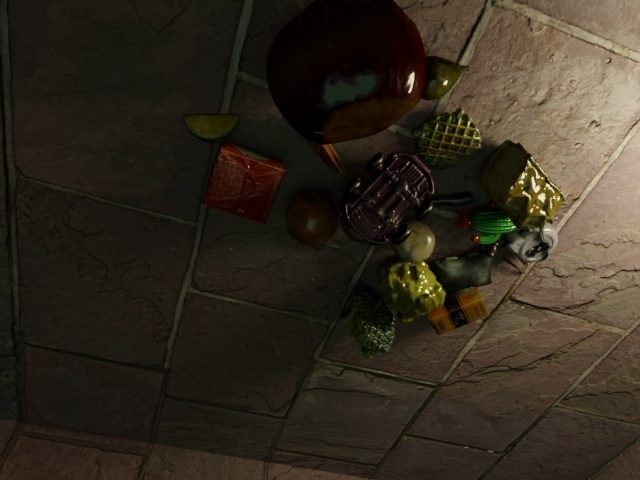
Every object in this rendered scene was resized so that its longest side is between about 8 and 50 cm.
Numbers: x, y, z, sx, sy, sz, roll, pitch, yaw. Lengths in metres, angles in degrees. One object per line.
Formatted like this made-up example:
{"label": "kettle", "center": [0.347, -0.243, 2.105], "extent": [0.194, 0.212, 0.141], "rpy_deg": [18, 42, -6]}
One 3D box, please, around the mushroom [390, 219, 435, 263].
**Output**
{"label": "mushroom", "center": [0.351, 0.003, 1.736], "extent": [0.166, 0.127, 0.166], "rpy_deg": [0, 93, 6]}

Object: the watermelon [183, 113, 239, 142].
{"label": "watermelon", "center": [-0.356, -0.365, 1.523], "extent": [0.182, 0.075, 0.091], "rpy_deg": [-4, 81, -1]}

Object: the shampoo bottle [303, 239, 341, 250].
{"label": "shampoo bottle", "center": [0.000, 0.000, 1.779], "extent": [0.165, 0.040, 0.080], "rpy_deg": [20, 120, -13]}

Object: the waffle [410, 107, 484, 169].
{"label": "waffle", "center": [0.432, -0.335, 1.548], "extent": [0.208, 0.054, 0.214], "rpy_deg": [-27, 124, 20]}

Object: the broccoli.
{"label": "broccoli", "center": [0.182, 0.353, 1.941], "extent": [0.246, 0.288, 0.248], "rpy_deg": [-22, 162, 31]}

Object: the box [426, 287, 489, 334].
{"label": "box", "center": [0.575, 0.301, 1.927], "extent": [0.237, 0.070, 0.152], "rpy_deg": [-26, 136, 11]}

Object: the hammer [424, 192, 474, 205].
{"label": "hammer", "center": [0.418, -0.147, 1.689], "extent": [0.290, 0.037, 0.137], "rpy_deg": [-6, 126, 3]}

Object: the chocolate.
{"label": "chocolate", "center": [-0.265, -0.203, 1.593], "extent": [0.235, 0.108, 0.237], "rpy_deg": [17, 121, -12]}

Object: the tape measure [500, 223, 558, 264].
{"label": "tape measure", "center": [0.813, 0.005, 1.752], "extent": [0.196, 0.105, 0.178], "rpy_deg": [31, 115, -29]}

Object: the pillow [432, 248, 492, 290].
{"label": "pillow", "center": [0.571, 0.128, 1.839], "extent": [0.250, 0.106, 0.185], "rpy_deg": [-11, 127, 3]}

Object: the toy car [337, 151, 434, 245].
{"label": "toy car", "center": [0.215, -0.135, 1.588], "extent": [0.340, 0.240, 0.271], "rpy_deg": [-45, 94, -3]}

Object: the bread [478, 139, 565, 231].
{"label": "bread", "center": [0.684, -0.179, 1.559], "extent": [0.252, 0.196, 0.238], "rpy_deg": [31, 80, -29]}

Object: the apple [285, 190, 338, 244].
{"label": "apple", "center": [-0.031, -0.083, 1.633], "extent": [0.188, 0.188, 0.173], "rpy_deg": [0, 122, -2]}

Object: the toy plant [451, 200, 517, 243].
{"label": "toy plant", "center": [0.624, -0.061, 1.714], "extent": [0.241, 0.088, 0.154], "rpy_deg": [-24, 108, 2]}

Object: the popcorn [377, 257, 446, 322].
{"label": "popcorn", "center": [0.348, 0.187, 1.821], "extent": [0.242, 0.235, 0.250], "rpy_deg": [-32, 80, 16]}

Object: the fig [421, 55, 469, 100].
{"label": "fig", "center": [0.368, -0.489, 1.403], "extent": [0.185, 0.133, 0.126], "rpy_deg": [3, 119, -28]}

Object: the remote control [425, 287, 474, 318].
{"label": "remote control", "center": [0.563, 0.274, 1.984], "extent": [0.098, 0.038, 0.233], "rpy_deg": [32, 118, -26]}

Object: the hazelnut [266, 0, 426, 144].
{"label": "hazelnut", "center": [0.076, -0.462, 1.280], "extent": [0.430, 0.402, 0.402], "rpy_deg": [-24, 122, 17]}

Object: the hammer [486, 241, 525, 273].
{"label": "hammer", "center": [0.751, 0.082, 1.824], "extent": [0.292, 0.029, 0.058], "rpy_deg": [27, 88, -37]}

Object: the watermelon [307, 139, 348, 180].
{"label": "watermelon", "center": [0.012, -0.302, 1.523], "extent": [0.063, 0.119, 0.245], "rpy_deg": [-32, 120, 6]}
